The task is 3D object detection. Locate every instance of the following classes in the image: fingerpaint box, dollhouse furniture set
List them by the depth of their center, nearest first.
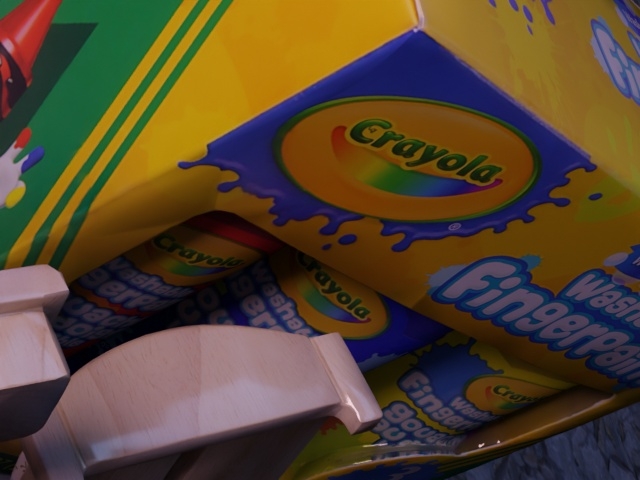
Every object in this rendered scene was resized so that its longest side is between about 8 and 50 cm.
[{"bbox_3d":[-0.109,0.037,0.585,0.355,0.303,0.174,-9,59,-36],"label":"dollhouse furniture set"},{"bbox_3d":[0.000,0.000,0.784,0.445,0.371,0.163,26,44,-51],"label":"fingerpaint box"}]
